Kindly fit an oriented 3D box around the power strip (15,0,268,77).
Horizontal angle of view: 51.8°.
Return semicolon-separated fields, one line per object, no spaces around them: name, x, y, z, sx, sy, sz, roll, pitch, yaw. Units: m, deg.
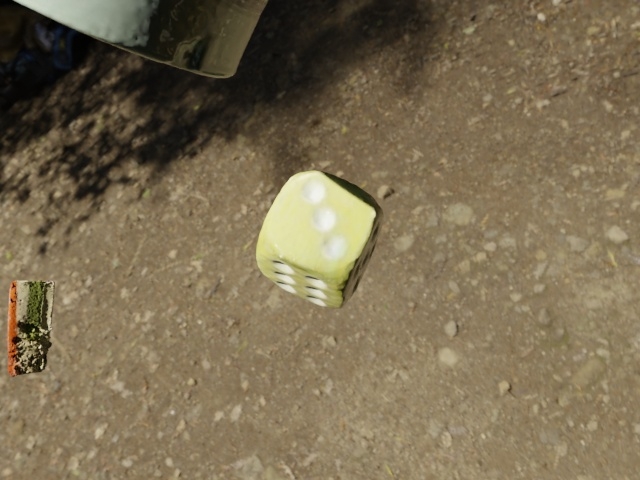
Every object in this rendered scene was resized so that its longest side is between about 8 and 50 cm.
power strip;-0.226;-0.326;0.719;0.357;0.357;0.161;44;114;46

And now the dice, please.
dice;0.000;0.000;1.096;0.166;0.169;0.169;23;70;11

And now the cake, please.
cake;-0.598;0.158;1.356;0.117;0.086;0.220;41;126;55
